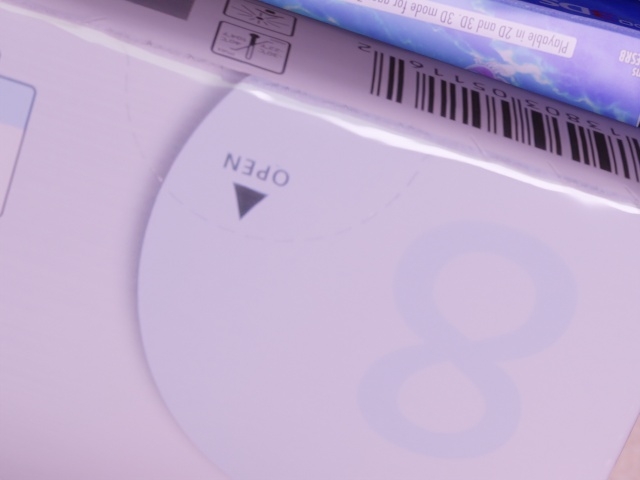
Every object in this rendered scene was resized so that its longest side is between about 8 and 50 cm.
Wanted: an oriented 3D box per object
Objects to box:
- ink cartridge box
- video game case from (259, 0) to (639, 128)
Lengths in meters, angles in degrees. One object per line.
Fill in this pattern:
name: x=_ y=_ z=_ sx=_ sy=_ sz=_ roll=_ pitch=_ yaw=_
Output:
ink cartridge box: x=-0.068 y=0.095 z=0.695 sx=0.308 sy=0.091 sz=0.385 roll=17 pitch=113 yaw=-5
video game case: x=0.000 y=0.000 z=0.734 sx=0.270 sy=0.061 sz=0.244 roll=13 pitch=113 yaw=-4
